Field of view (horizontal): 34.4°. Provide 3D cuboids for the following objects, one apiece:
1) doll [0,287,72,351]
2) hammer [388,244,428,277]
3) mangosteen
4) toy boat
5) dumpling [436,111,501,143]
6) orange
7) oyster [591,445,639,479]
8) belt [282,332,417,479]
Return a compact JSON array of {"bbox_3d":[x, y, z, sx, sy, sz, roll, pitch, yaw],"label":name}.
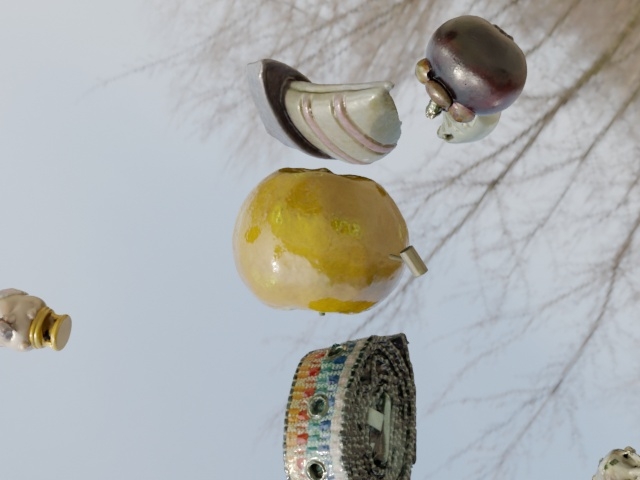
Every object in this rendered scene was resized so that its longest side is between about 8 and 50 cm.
[{"bbox_3d":[-0.372,0.099,1.246,0.127,0.073,0.084,13,-167,9],"label":"doll"},{"bbox_3d":[0.102,0.022,1.266,0.035,0.019,0.110,57,173,-9],"label":"hammer"},{"bbox_3d":[0.177,-0.201,1.255,0.140,0.140,0.140,25,-157,-11],"label":"mangosteen"},{"bbox_3d":[0.019,-0.208,1.831,0.293,0.111,0.276,23,161,29],"label":"toy boat"},{"bbox_3d":[0.284,-0.232,1.795,0.134,0.169,0.100,-23,-121,-25],"label":"dumpling"},{"bbox_3d":[0.000,0.000,1.612,0.279,0.235,0.279,2,176,0],"label":"orange"},{"bbox_3d":[0.463,0.362,1.573,0.053,0.108,0.166,21,-172,-21],"label":"oyster"},{"bbox_3d":[0.040,0.289,1.659,0.207,0.160,0.295,20,-115,-47],"label":"belt"}]
